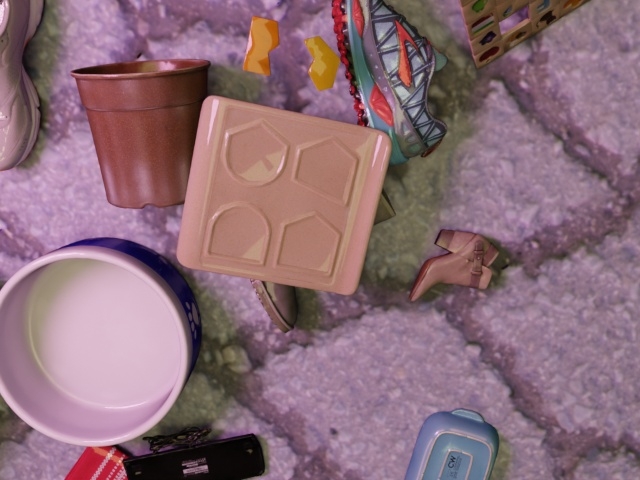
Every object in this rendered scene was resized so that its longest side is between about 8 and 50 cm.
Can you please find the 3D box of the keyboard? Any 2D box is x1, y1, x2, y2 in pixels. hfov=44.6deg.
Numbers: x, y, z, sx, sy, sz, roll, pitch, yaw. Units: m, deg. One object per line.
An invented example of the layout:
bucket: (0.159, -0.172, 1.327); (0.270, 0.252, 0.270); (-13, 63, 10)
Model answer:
keyboard: (-0.179, 0.303, 1.104); (0.192, 0.038, 0.100); (-10, 112, -6)

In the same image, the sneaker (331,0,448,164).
sneaker: (0.090, -0.227, 0.965); (0.125, 0.104, 0.262); (-16, 108, -3)

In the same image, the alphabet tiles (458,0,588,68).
alphabet tiles: (0.270, -0.302, 0.887); (0.237, 0.198, 0.009); (-31, 70, 8)

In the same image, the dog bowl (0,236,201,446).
dog bowl: (-0.296, 0.131, 1.043); (0.264, 0.104, 0.265); (1, 102, 3)

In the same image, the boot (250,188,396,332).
boot: (0.001, 0.001, 1.024); (0.208, 0.076, 0.190); (-24, 101, 1)

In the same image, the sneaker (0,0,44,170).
sneaker: (-0.417, -0.215, 0.974); (0.099, 0.121, 0.262); (6, 101, 3)

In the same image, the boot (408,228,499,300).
boot: (0.179, 0.043, 1.030); (0.087, 0.042, 0.118); (25, 102, -4)

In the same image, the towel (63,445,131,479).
towel: (-0.267, 0.428, 1.137); (0.275, 0.031, 0.199); (34, 99, -5)

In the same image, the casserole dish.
casserole dish: (0.181, 0.327, 1.087); (0.114, 0.037, 0.188); (16, 101, 0)

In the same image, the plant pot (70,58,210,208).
plant pot: (-0.210, -0.133, 0.965); (0.167, 0.167, 0.165); (-3, 108, 4)

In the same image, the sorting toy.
sorting toy: (-0.036, -0.096, 0.935); (0.229, 0.041, 0.307); (11, 105, -6)
